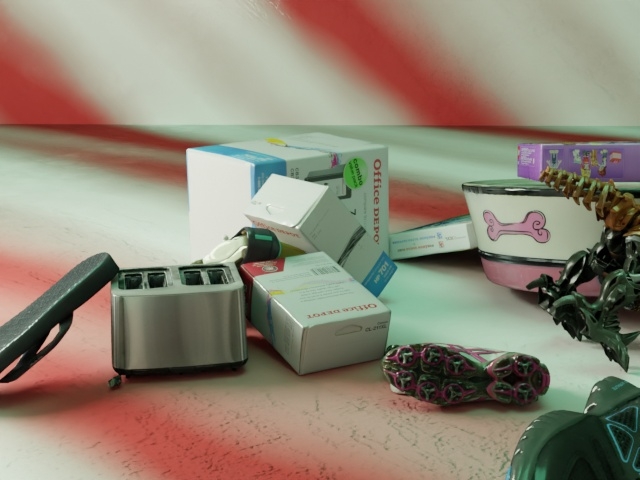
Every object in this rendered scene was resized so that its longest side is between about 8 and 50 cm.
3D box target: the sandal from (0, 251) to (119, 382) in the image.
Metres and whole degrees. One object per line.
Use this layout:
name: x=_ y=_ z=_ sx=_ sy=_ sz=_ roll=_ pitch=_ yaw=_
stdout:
sandal: x=-0.327 y=0.108 z=1.322 sx=0.254 sy=0.054 sz=0.097 roll=-42 pitch=22 yaw=-29

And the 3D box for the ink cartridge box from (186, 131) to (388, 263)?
ink cartridge box: x=-0.050 y=-0.058 z=1.835 sx=0.270 sy=0.198 sz=0.197 roll=-12 pitch=17 yaw=-36

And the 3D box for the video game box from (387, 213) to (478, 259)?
video game box: x=0.240 y=-0.016 z=1.871 sx=0.205 sy=0.048 sz=0.187 roll=-15 pitch=6 yaw=-42

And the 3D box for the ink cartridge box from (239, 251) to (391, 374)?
ink cartridge box: x=-0.011 y=0.089 z=1.432 sx=0.127 sy=0.072 sz=0.175 roll=-8 pitch=29 yaw=-28

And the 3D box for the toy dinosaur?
toy dinosaur: x=0.381 y=0.028 z=1.409 sx=0.322 sy=0.218 sz=0.164 roll=42 pitch=0 yaw=1

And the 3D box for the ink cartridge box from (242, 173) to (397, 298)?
ink cartridge box: x=0.000 y=0.000 z=1.623 sx=0.140 sy=0.190 sz=0.082 roll=17 pitch=64 yaw=50

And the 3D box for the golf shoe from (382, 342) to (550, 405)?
golf shoe: x=0.160 y=0.152 z=1.276 sx=0.186 sy=0.067 sz=0.086 roll=7 pitch=-1 yaw=-2

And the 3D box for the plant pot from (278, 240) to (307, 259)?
plant pot: x=-0.061 y=0.039 z=1.564 sx=0.083 sy=0.081 sz=0.081 roll=13 pitch=3 yaw=-41

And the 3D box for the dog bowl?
dog bowl: x=0.411 y=-0.012 z=1.647 sx=0.408 sy=0.150 sz=0.408 roll=-1 pitch=5 yaw=0

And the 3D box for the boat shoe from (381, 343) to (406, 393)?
boat shoe: x=0.096 y=0.144 z=1.347 sx=0.046 sy=0.038 sz=0.125 roll=0 pitch=14 yaw=3

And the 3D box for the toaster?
toaster: x=-0.180 y=0.097 z=1.397 sx=0.168 sy=0.110 sz=0.185 roll=-4 pitch=14 yaw=-9

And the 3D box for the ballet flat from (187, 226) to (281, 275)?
ballet flat: x=-0.144 y=0.040 z=1.520 sx=0.203 sy=0.074 sz=0.074 roll=-33 pitch=-3 yaw=29

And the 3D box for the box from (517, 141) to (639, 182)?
box: x=0.446 y=-0.115 z=1.632 sx=0.293 sy=0.057 sz=0.201 roll=0 pitch=6 yaw=0

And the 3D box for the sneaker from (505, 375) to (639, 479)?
sneaker: x=0.251 y=0.202 z=0.937 sx=0.140 sy=0.125 sz=0.341 roll=14 pitch=21 yaw=30
